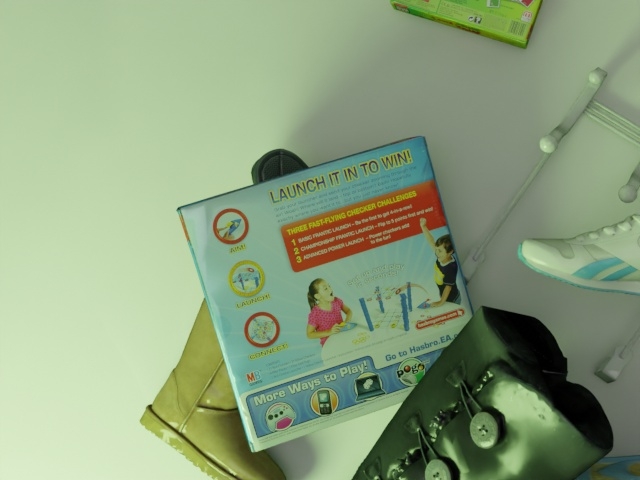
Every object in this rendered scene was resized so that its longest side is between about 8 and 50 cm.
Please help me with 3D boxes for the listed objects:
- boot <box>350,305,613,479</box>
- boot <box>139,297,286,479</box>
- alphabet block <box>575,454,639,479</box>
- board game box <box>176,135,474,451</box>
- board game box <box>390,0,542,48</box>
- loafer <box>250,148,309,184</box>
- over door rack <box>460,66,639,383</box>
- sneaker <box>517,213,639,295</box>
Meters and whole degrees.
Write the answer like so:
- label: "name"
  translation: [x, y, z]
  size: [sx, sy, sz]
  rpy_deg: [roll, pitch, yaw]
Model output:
- label: "boot"
  translation: [0.171, 0.348, 1.181]
  size: [0.445, 0.146, 0.367]
  rpy_deg: [-49, 58, 21]
- label: "boot"
  translation: [-0.088, 0.175, 1.364]
  size: [0.236, 0.089, 0.269]
  rpy_deg: [31, 94, 10]
- label: "alphabet block"
  translation: [0.393, 0.360, 1.210]
  size: [0.193, 0.192, 0.197]
  rpy_deg: [-6, 87, 13]
- label: "board game box"
  translation: [0.015, 0.060, 1.273]
  size: [0.308, 0.086, 0.302]
  rpy_deg: [-17, 96, -9]
- label: "board game box"
  translation: [0.190, -0.317, 1.338]
  size: [0.181, 0.043, 0.092]
  rpy_deg: [19, 92, 11]
- label: "loafer"
  translation: [0.000, 0.000, 1.360]
  size: [0.096, 0.084, 0.267]
  rpy_deg: [-35, 97, -16]
- label: "over door rack"
  translation: [0.344, -0.016, 1.269]
  size: [0.239, 0.108, 0.324]
  rpy_deg: [35, 96, 11]
- label: "sneaker"
  translation: [0.341, 0.013, 1.190]
  size: [0.228, 0.087, 0.092]
  rpy_deg: [7, 96, 10]
